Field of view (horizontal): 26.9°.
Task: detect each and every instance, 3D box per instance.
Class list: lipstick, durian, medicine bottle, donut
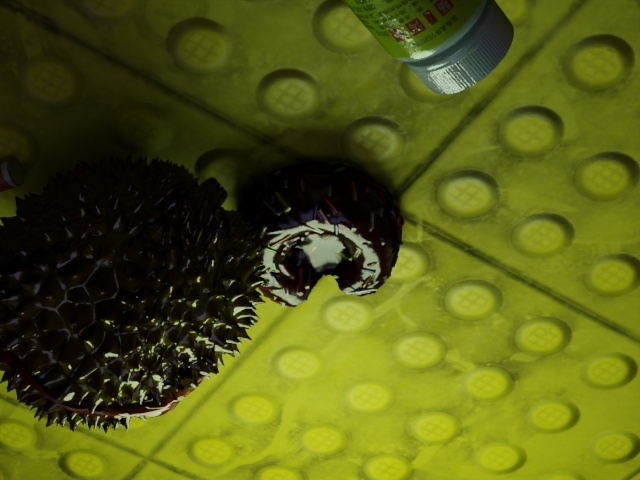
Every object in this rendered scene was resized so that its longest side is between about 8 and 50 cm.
[{"bbox_3d":[-0.456,-0.073,1.759,0.130,0.038,0.038,-16,130,16],"label":"lipstick"},{"bbox_3d":[-0.257,0.066,1.684,0.347,0.347,0.384,38,96,-28],"label":"durian"},{"bbox_3d":[0.104,-0.280,1.478,0.139,0.139,0.225,-28,126,25],"label":"medicine bottle"},{"bbox_3d":[-0.001,-0.001,1.768,0.230,0.096,0.216,6,133,-2],"label":"donut"}]
